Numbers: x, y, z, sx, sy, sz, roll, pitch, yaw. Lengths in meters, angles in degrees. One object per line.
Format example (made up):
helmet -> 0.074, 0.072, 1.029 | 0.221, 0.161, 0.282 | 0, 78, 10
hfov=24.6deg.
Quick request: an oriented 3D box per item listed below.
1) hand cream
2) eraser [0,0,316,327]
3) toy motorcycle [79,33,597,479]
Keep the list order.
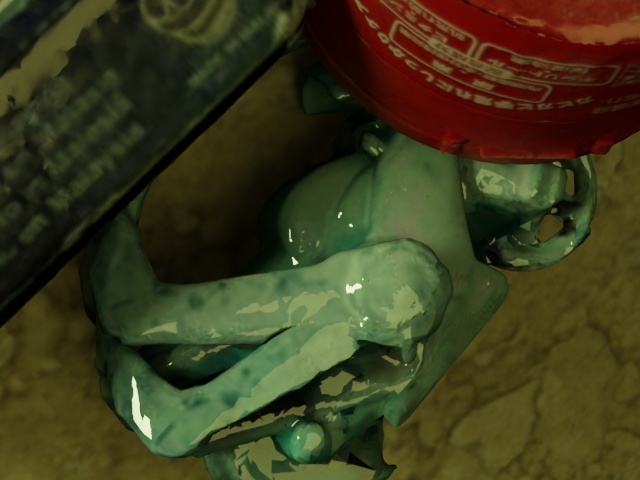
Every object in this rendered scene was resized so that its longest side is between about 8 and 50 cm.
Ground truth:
hand cream -> 0.095, -0.156, 0.634 | 0.230, 0.149, 0.230 | 1, 77, -5
eraser -> -0.157, -0.033, 0.610 | 0.332, 0.155, 0.101 | -45, 123, -4
toy motorcycle -> 0.000, 0.000, 0.715 | 0.206, 0.154, 0.260 | 43, 79, -8
